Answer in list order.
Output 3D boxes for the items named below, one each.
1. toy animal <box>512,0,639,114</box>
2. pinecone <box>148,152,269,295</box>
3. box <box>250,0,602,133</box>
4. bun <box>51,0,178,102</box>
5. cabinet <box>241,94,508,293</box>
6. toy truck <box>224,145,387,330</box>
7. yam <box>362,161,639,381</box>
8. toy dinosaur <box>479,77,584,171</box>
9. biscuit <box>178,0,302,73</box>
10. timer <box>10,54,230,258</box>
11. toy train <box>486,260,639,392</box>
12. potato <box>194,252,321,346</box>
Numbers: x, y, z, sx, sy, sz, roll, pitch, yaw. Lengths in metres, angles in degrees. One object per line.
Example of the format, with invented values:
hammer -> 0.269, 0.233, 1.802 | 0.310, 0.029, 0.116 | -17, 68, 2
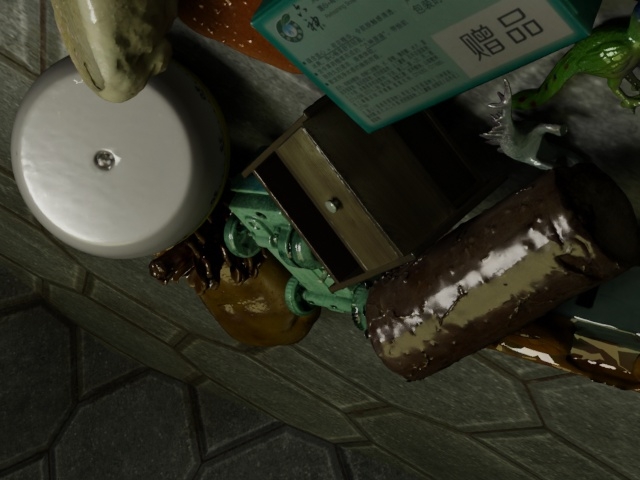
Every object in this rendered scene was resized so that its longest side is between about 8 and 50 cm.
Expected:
toy animal -> 0.231, -0.135, 0.717 | 0.075, 0.041, 0.217 | 38, 161, -4
pinecone -> -0.154, -0.012, 1.232 | 0.185, 0.212, 0.169 | 24, 160, 35
box -> 0.078, -0.194, 0.664 | 0.153, 0.092, 0.244 | 39, 149, -25
bun -> -0.204, -0.253, 0.837 | 0.210, 0.116, 0.237 | 65, 158, 14
cabinet -> 0.044, -0.065, 0.893 | 0.175, 0.148, 0.215 | 53, 155, -4
toy truck -> 0.000, 0.000, 1.148 | 0.155, 0.156, 0.279 | 9, 151, 42
yam -> 0.165, 0.035, 0.839 | 0.131, 0.131, 0.279 | 37, 131, -20
toy dinosaur -> 0.192, -0.097, 0.807 | 0.082, 0.039, 0.209 | 22, 174, 31
biscuit -> -0.066, -0.249, 0.838 | 0.192, 0.036, 0.186 | 25, 156, 12
timer -> -0.238, -0.119, 1.102 | 0.285, 0.285, 0.285 | 25, 158, 11
toy train -> 0.353, 0.091, 0.920 | 0.369, 0.163, 0.231 | 13, 163, 35
potato -> -0.133, 0.063, 1.469 | 0.369, 0.176, 0.195 | 53, 176, -39
